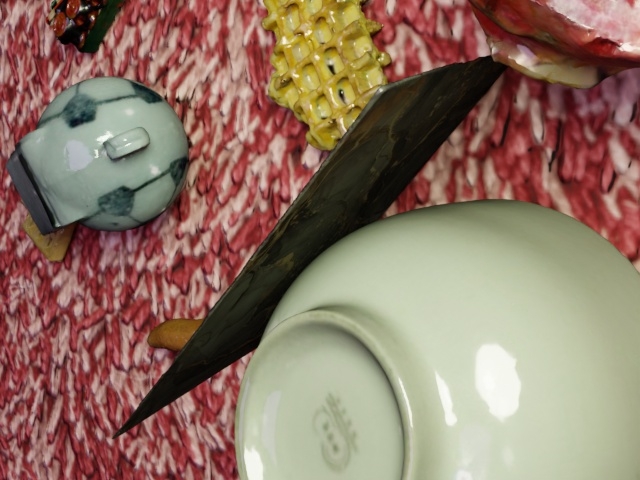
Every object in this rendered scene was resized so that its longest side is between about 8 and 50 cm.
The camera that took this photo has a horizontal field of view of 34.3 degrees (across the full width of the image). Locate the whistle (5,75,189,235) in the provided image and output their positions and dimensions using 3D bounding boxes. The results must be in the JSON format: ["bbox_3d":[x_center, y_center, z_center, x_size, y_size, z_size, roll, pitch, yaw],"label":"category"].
[{"bbox_3d":[-0.217,-0.082,1.041,0.290,0.164,0.163,175,87,-69],"label":"whistle"}]

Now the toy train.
[{"bbox_3d":[-0.205,-0.290,1.050,0.250,0.053,0.085,-42,61,37],"label":"toy train"}]

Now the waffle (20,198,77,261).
[{"bbox_3d":[-0.304,-0.051,1.187,0.092,0.021,0.135,43,120,27],"label":"waffle"}]

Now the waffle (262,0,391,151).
[{"bbox_3d":[0.013,-0.171,0.879,0.161,0.046,0.191,18,107,40],"label":"waffle"}]

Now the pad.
[{"bbox_3d":[0.000,0.000,0.784,0.007,0.248,0.367,46,124,11],"label":"pad"}]

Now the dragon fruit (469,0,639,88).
[{"bbox_3d":[0.179,-0.230,0.610,0.263,0.314,0.296,-131,59,-81],"label":"dragon fruit"}]

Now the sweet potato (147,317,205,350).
[{"bbox_3d":[-0.120,0.090,1.036,0.179,0.044,0.044,-19,83,42],"label":"sweet potato"}]

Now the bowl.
[{"bbox_3d":[0.063,0.137,0.743,0.354,0.185,0.353,-6,82,46],"label":"bowl"}]
